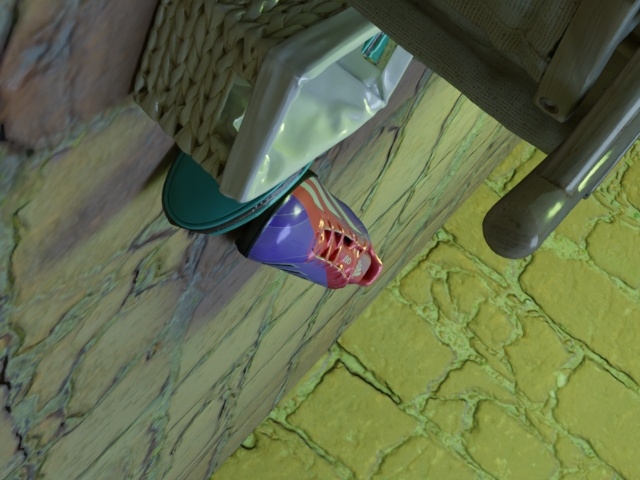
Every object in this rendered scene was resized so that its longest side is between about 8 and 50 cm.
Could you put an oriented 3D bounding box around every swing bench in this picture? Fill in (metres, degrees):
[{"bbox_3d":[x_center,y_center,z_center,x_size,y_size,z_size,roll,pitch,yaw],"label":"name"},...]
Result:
[{"bbox_3d":[0.048,-0.147,0.429,0.165,0.253,0.255,-54,170,17],"label":"swing bench"}]

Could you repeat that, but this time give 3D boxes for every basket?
[{"bbox_3d":[-0.021,-0.119,0.657,0.167,0.103,0.113,-40,165,-44],"label":"basket"}]

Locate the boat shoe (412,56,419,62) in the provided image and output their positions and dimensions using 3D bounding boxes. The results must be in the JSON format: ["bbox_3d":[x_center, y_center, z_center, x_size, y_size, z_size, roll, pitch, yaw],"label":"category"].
[{"bbox_3d":[0.189,-0.226,0.954,0.186,0.156,0.500,-62,170,18],"label":"boat shoe"}]

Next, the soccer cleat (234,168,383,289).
[{"bbox_3d":[0.000,0.000,1.153,0.108,0.116,0.318,-51,170,5],"label":"soccer cleat"}]

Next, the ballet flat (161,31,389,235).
[{"bbox_3d":[-0.021,-0.103,0.797,0.247,0.083,0.087,-51,179,7],"label":"ballet flat"}]
